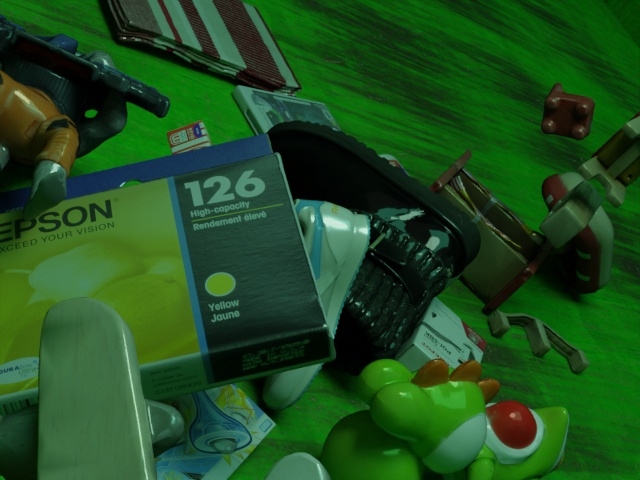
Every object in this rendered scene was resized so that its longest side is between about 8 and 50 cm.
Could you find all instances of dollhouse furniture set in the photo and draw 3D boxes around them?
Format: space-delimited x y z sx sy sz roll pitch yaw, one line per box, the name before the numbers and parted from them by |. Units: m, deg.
dollhouse furniture set | 0.308 -0.088 1.620 0.201 0.374 0.152 45 34 3

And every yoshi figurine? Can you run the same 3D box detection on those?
yoshi figurine | 0.130 0.245 1.219 0.362 0.203 0.203 35 68 -41

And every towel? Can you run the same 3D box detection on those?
towel | -0.192 -0.333 1.691 0.329 0.037 0.237 16 36 -41

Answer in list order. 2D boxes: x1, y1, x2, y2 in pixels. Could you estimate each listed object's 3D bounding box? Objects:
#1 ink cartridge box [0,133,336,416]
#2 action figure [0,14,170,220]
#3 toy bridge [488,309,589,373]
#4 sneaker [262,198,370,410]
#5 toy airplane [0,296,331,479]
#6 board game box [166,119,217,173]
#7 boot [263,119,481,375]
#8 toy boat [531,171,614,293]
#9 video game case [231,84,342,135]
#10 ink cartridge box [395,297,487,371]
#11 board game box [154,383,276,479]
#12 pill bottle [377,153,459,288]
ink cartridge box | -0.168 0.013 1.050 0.303 0.072 0.307 -13 51 -5
action figure | -0.346 -0.144 1.134 0.341 0.178 0.330 26 13 -2
toy bridge | 0.326 0.144 1.680 0.188 0.026 0.063 25 32 -28
sneaker | -0.026 0.068 1.199 0.092 0.228 0.087 19 -1 -12
toy airplane | -0.151 0.266 0.700 0.384 0.272 0.386 35 61 14
board game box | -0.108 -0.015 1.240 0.193 0.045 0.147 71 -1 -49
boot | 0.001 -0.003 1.388 0.348 0.131 0.260 29 48 24
toy boat | 0.388 -0.003 1.842 0.231 0.151 0.151 74 -4 -51
video game case | -0.023 -0.151 1.661 0.190 0.022 0.173 5 46 -47
ink cartridge box | 0.152 0.147 1.436 0.099 0.056 0.135 41 29 -4
board game box | -0.140 0.182 1.064 0.136 0.035 0.201 44 29 3
pill bottle | 0.112 -0.016 1.554 0.108 0.108 0.193 -4 52 -52
